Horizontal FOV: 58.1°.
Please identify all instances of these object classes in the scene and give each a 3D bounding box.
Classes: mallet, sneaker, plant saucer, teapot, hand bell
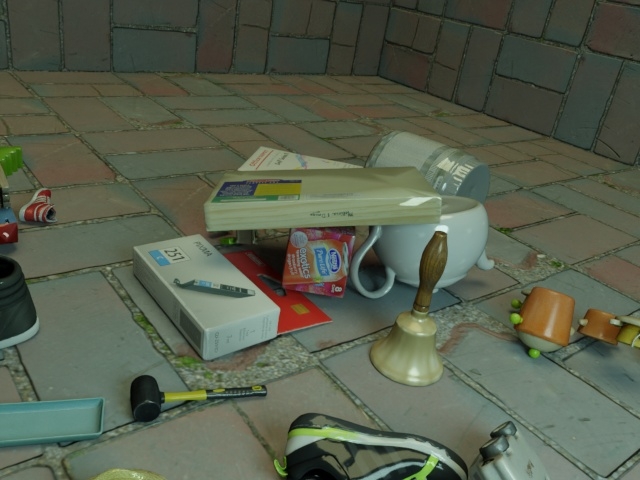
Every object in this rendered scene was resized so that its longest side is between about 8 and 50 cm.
[{"bbox_3d":[-0.171,0.211,0.810,0.190,0.039,0.062,0,25,-30],"label":"mallet"},{"bbox_3d":[0.061,0.288,0.708,0.235,0.084,0.097,11,52,4],"label":"sneaker"},{"bbox_3d":[-0.371,0.229,0.716,0.192,0.018,0.067,2,27,-18],"label":"plant saucer"},{"bbox_3d":[-0.584,-0.074,1.230,0.067,0.042,0.118,5,33,0],"label":"sneaker"},{"bbox_3d":[-0.536,0.101,0.772,0.105,0.146,0.296,31,34,33],"label":"sneaker"},{"bbox_3d":[0.213,0.018,1.162,0.256,0.186,0.252,2,16,19],"label":"teapot"},{"bbox_3d":[0.164,0.097,0.915,0.126,0.241,0.126,8,26,-4],"label":"hand bell"}]

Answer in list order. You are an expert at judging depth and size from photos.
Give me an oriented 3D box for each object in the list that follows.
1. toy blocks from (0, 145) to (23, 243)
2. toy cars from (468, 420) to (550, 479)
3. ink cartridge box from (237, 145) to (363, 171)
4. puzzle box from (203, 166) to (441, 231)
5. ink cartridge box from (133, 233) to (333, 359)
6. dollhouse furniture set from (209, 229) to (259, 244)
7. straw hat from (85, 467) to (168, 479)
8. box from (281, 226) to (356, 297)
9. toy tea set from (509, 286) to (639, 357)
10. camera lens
[{"bbox_3d":[-0.709,-0.047,1.022,0.382,0.190,0.261,-11,44,-35],"label":"toy blocks"},{"bbox_3d":[0.224,0.339,0.603,0.176,0.087,0.393,47,17,-22],"label":"toy cars"},{"bbox_3d":[-0.085,-0.138,1.448,0.354,0.119,0.207,12,27,5],"label":"ink cartridge box"},{"bbox_3d":[0.002,-0.087,1.104,0.409,0.052,0.272,-2,19,0],"label":"puzzle box"},{"bbox_3d":[-0.160,0.077,1.046,0.261,0.066,0.296,-12,33,-36],"label":"ink cartridge box"},{"bbox_3d":[-0.171,-0.031,1.227,0.152,0.076,0.059,1,8,41],"label":"dollhouse furniture set"},{"bbox_3d":[-0.218,0.279,0.617,0.145,0.061,0.144,7,25,-4],"label":"straw hat"},{"bbox_3d":[0.000,0.000,1.157,0.123,0.128,0.257,10,18,-1],"label":"box"},{"bbox_3d":[0.500,0.187,1.042,0.336,0.124,0.200,19,-2,25],"label":"toy tea set"},{"bbox_3d":[0.261,-0.148,1.474,0.274,0.219,0.219,28,31,33],"label":"camera lens"}]
